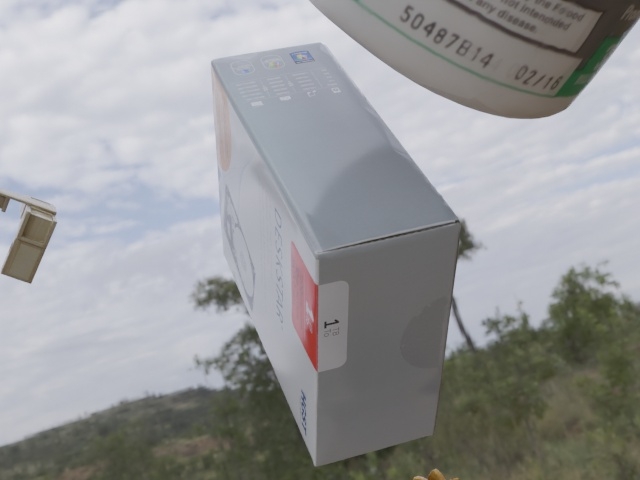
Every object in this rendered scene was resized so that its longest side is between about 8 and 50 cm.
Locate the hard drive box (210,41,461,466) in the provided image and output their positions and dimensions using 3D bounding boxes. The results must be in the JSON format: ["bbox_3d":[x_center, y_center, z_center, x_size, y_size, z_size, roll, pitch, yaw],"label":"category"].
[{"bbox_3d":[0.000,0.000,0.642,0.089,0.232,0.181,-12,-51,-16],"label":"hard drive box"}]

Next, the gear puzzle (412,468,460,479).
[{"bbox_3d":[0.076,0.370,1.010,0.044,0.175,0.339,-8,-50,-46],"label":"gear puzzle"}]

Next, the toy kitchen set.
[{"bbox_3d":[-0.329,-0.010,1.009,0.068,0.075,0.083,22,7,-22],"label":"toy kitchen set"}]

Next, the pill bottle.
[{"bbox_3d":[0.140,-0.256,0.455,0.204,0.204,0.361,-8,-39,-44],"label":"pill bottle"}]
